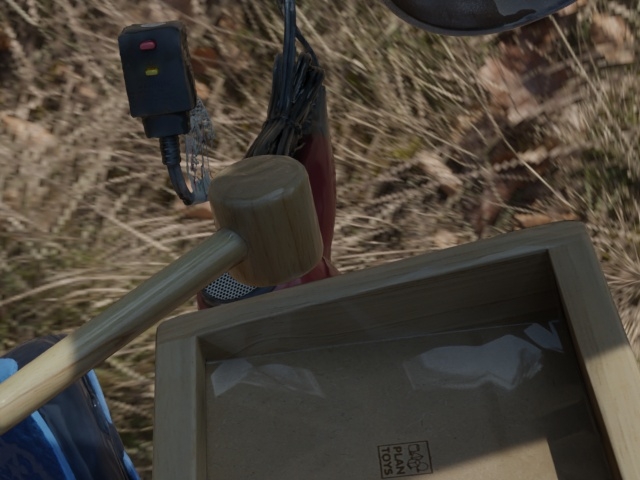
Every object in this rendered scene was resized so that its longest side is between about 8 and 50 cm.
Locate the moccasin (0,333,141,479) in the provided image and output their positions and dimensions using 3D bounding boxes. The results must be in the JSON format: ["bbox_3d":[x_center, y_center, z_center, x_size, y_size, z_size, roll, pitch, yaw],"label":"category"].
[{"bbox_3d":[-0.148,0.227,1.177,0.137,0.117,0.342,-3,112,29],"label":"moccasin"}]

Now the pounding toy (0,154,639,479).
[{"bbox_3d":[0.000,0.063,0.460,0.181,0.206,0.094,-14,124,5],"label":"pounding toy"}]

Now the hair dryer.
[{"bbox_3d":[0.000,0.000,0.872,0.080,0.223,0.294,-11,97,28],"label":"hair dryer"}]

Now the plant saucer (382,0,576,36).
[{"bbox_3d":[0.137,-0.252,0.888,0.310,0.310,0.050,-45,59,7],"label":"plant saucer"}]
